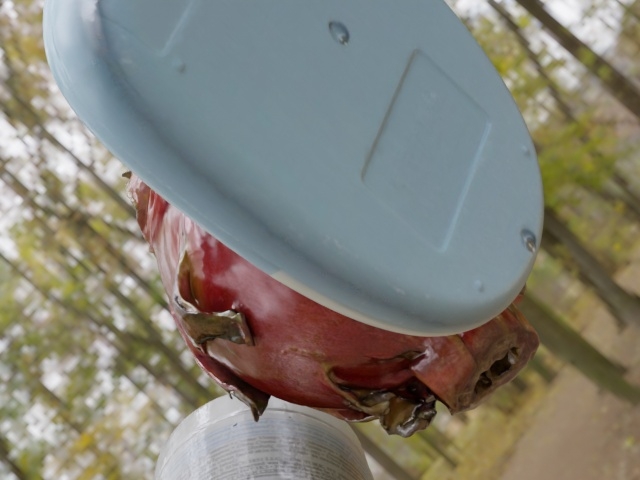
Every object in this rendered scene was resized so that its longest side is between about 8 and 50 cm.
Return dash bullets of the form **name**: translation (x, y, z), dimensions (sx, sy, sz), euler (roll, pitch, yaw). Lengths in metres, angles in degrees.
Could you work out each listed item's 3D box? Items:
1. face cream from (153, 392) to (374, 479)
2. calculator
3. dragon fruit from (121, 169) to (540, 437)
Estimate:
- **face cream**: translation (-0.040, 0.223, 1.179), dimensions (0.177, 0.177, 0.153), euler (-50, 18, 15)
- **calculator**: translation (-0.016, -0.079, 0.667), dimensions (0.042, 0.303, 0.188), euler (-26, 31, 46)
- **dragon fruit**: translation (0.002, 0.002, 1.063), dimensions (0.250, 0.315, 0.250), euler (-14, -41, -12)
